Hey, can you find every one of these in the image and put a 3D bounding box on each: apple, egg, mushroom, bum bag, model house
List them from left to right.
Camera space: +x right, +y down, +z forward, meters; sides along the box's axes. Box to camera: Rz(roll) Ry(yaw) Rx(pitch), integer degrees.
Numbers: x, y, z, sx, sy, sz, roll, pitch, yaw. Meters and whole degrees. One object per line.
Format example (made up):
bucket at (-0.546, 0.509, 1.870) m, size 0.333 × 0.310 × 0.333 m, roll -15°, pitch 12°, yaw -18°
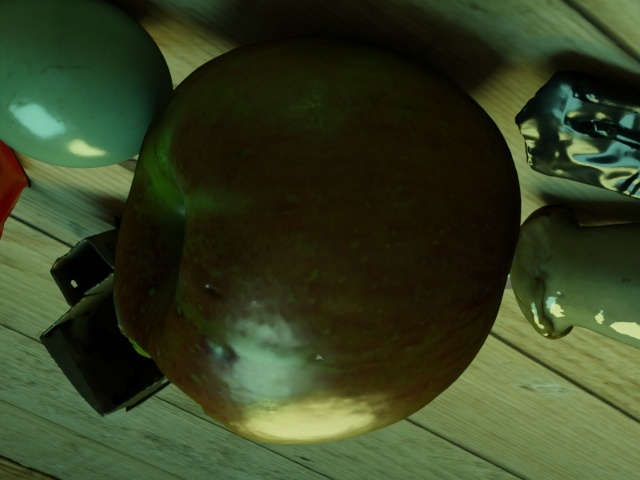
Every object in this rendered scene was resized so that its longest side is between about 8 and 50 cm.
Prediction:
egg at (-0.213, -0.137, 1.614) m, size 0.192 × 0.149 × 0.149 m, roll 26°, pitch 161°, yaw -38°
model house at (-0.197, 0.069, 2.263) m, size 0.204 × 0.211 × 0.243 m, roll 54°, pitch -160°, yaw 7°
apple at (0.000, 0.000, 1.561) m, size 0.339 × 0.339 × 0.339 m, roll 14°, pitch 163°, yaw 4°
bum bag at (0.305, -0.062, 1.533) m, size 0.310 × 0.074 × 0.137 m, roll 16°, pitch 153°, yaw -4°
mushroom at (0.373, 0.049, 1.727) m, size 0.407 × 0.137 × 0.154 m, roll 11°, pitch -155°, yaw 32°

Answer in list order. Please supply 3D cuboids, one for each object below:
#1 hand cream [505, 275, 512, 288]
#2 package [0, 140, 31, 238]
hand cream at (0.281, 0.037, 1.935) m, size 0.275 × 0.050 × 0.079 m, roll 7°, pitch -173°, yaw 10°
package at (-0.411, -0.052, 1.967) m, size 0.123 × 0.196 × 0.423 m, roll 14°, pitch 165°, yaw 6°
